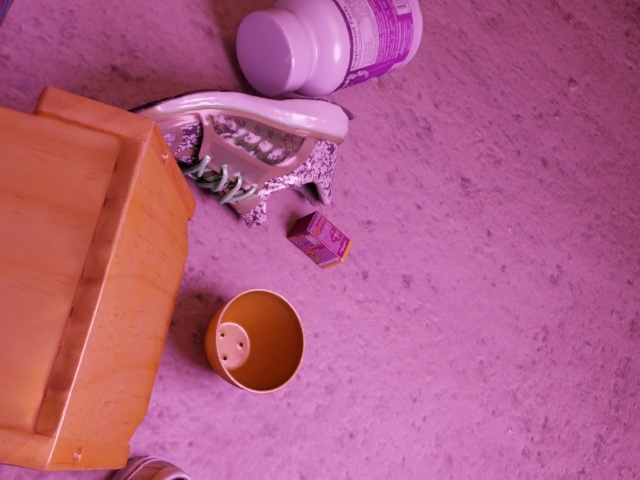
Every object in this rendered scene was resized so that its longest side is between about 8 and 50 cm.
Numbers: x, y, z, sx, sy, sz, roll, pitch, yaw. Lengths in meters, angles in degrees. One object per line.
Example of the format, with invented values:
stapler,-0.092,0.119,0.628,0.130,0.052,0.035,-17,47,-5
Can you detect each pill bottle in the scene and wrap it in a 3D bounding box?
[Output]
pill bottle,0.017,-0.328,1.019,0.301,0.169,0.169,-29,95,-39

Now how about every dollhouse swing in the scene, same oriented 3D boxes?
dollhouse swing,-0.345,0.040,0.673,0.305,0.315,0.347,8,71,4

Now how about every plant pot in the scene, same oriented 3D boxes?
plant pot,-0.102,0.137,0.841,0.134,0.095,0.134,11,71,-35

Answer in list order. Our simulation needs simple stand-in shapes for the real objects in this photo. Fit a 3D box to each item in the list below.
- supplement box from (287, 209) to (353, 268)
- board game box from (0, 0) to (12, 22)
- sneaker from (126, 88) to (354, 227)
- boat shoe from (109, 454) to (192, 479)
supplement box,0.000,0.000,0.986,0.083,0.055,0.043,42,54,-22
board game box,-0.346,-0.309,0.647,0.086,0.302,0.308,26,63,-30
sneaker,-0.118,-0.106,0.878,0.410,0.158,0.182,-6,93,-35
boat shoe,-0.246,0.365,0.665,0.109,0.094,0.302,43,57,-20
